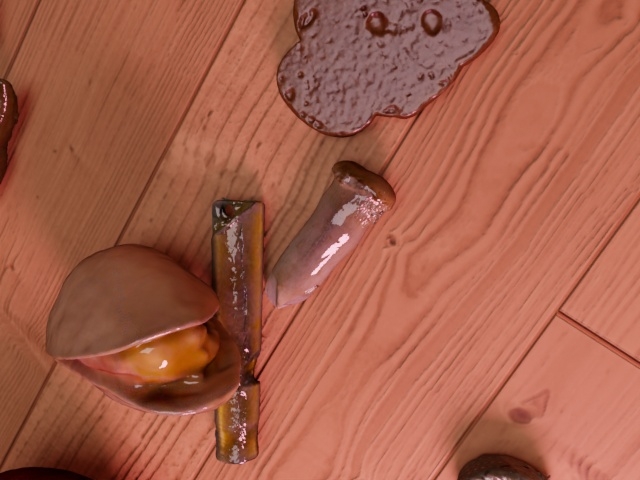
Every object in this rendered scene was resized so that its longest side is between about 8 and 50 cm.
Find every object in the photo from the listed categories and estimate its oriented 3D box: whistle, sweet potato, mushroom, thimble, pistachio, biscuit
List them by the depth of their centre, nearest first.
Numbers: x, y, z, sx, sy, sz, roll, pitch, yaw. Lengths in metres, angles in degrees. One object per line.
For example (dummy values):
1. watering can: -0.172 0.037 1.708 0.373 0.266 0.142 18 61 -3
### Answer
1. biscuit: 0.072 -0.243 0.766 0.290 0.041 0.208 -44 85 15
2. thimble: 0.208 0.291 0.788 0.110 0.062 0.084 -13 92 17
3. pistachio: -0.208 0.103 0.788 0.299 0.187 0.187 12 104 57
4. mushroom: 0.000 0.000 0.808 0.084 0.071 0.209 42 109 12
5. whistle: -0.104 0.111 0.854 0.068 0.057 0.326 3 98 15
6. sweet potato: -0.457 -0.091 0.924 0.067 0.067 0.274 33 109 9

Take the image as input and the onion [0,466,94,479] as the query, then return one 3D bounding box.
1. onion: -0.353 0.435 0.833 0.341 0.341 0.341 2 98 15
